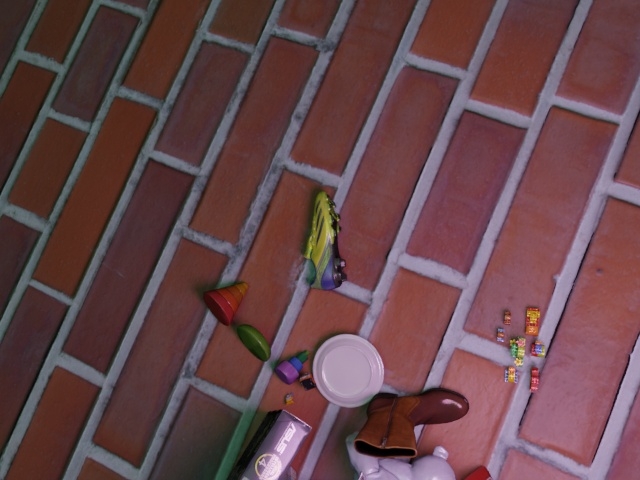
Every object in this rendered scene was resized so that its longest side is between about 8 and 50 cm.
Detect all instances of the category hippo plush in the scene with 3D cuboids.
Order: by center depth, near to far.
[{"bbox_3d":[0.201,0.566,1.561,0.236,0.294,0.234,-14,64,-4],"label":"hippo plush"}]

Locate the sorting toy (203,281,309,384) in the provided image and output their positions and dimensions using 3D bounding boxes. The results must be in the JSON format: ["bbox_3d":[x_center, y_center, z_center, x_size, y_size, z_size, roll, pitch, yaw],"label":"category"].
[{"bbox_3d":[-0.171,0.243,1.817,0.365,0.127,0.126,41,62,16],"label":"sorting toy"}]

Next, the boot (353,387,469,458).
[{"bbox_3d":[0.230,0.442,1.549,0.264,0.280,0.096,5,97,11],"label":"boot"}]

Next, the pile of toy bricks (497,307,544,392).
[{"bbox_3d":[0.507,0.272,1.611,0.118,0.105,0.212,4,80,16],"label":"pile of toy bricks"}]

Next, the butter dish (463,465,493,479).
[{"bbox_3d":[0.378,0.661,1.561,0.118,0.160,0.160,-37,70,29],"label":"butter dish"}]

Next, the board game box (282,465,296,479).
[{"bbox_3d":[-0.131,0.684,1.699,0.154,0.103,0.026,-37,105,5],"label":"board game box"}]

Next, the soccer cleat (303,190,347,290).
[{"bbox_3d":[0.000,0.000,1.810,0.121,0.093,0.289,-11,76,19],"label":"soccer cleat"}]

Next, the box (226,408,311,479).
[{"bbox_3d":[-0.182,0.607,1.563,0.097,0.318,0.395,33,70,2],"label":"box"}]

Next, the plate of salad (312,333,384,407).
[{"bbox_3d":[0.077,0.355,1.740,0.199,0.048,0.200,0,90,15],"label":"plate of salad"}]

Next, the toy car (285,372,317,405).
[{"bbox_3d":[-0.065,0.402,1.752,0.122,0.060,0.040,-35,41,19],"label":"toy car"}]
